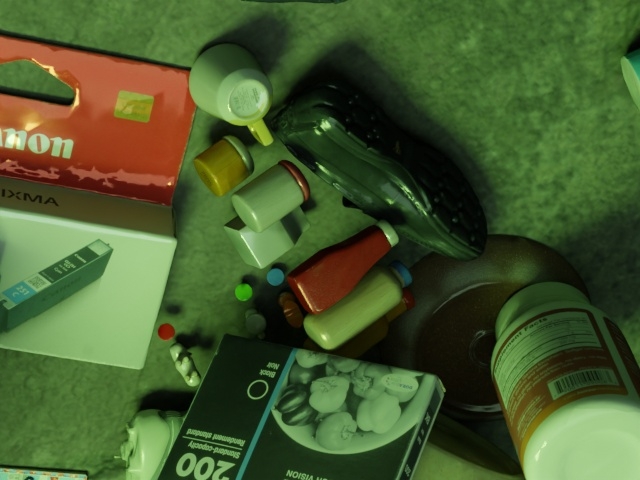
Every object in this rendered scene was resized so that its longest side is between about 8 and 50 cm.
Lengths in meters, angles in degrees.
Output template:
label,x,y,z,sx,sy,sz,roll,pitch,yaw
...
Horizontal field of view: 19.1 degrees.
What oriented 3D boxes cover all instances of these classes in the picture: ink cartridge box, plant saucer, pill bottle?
label,x,y,z,sx,sy,sz,roll,pitch,yaw
ink cartridge box,-0.027,0.187,1.551,0.206,0.208,0.045,9,153,27
plant saucer,0.151,0.090,1.709,0.199,0.036,0.198,-3,119,-5
ink cartridge box,-0.263,-0.036,1.569,0.296,0.066,0.261,10,119,-13
pill bottle,0.210,0.127,1.592,0.121,0.216,0.121,-3,119,-5

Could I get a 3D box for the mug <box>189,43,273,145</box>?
label,x,y,z,sx,sy,sz,roll,pitch,yaw
mug,-0.062,-0.119,1.541,0.078,0.064,0.062,24,99,-26

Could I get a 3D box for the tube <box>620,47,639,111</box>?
label,x,y,z,sx,sy,sz,roll,pitch,yaw
tube,0.355,-0.167,1.588,0.207,0.052,0.080,-22,127,-1

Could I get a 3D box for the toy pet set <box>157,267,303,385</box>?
label,x,y,z,sx,sy,sz,roll,pitch,yaw
toy pet set,-0.066,0.101,1.687,0.122,0.065,0.114,-25,87,-2

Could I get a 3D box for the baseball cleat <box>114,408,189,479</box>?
label,x,y,z,sx,sy,sz,roll,pitch,yaw
baseball cleat,-0.136,0.246,1.741,0.109,0.072,0.206,-1,123,-14

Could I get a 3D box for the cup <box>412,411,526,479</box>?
label,x,y,z,sx,sy,sz,roll,pitch,yaw
cup,0.051,0.267,1.658,0.331,0.331,0.237,25,98,-19

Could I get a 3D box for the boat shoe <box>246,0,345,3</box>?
label,x,y,z,sx,sy,sz,roll,pitch,yaw
boat shoe,0.073,-0.278,1.455,0.341,0.127,0.158,-5,127,5

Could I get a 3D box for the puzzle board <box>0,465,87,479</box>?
label,x,y,z,sx,sy,sz,roll,pitch,yaw
puzzle board,-0.271,0.266,1.769,0.096,0.011,0.128,5,118,-10

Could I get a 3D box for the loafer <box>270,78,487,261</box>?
label,x,y,z,sx,sy,sz,roll,pitch,yaw
loafer,0.053,-0.053,1.602,0.223,0.076,0.078,38,138,-28

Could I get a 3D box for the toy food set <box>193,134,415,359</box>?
label,x,y,z,sx,sy,sz,roll,pitch,yaw
toy food set,0.000,0.000,1.596,0.104,0.111,0.232,-36,108,-15
